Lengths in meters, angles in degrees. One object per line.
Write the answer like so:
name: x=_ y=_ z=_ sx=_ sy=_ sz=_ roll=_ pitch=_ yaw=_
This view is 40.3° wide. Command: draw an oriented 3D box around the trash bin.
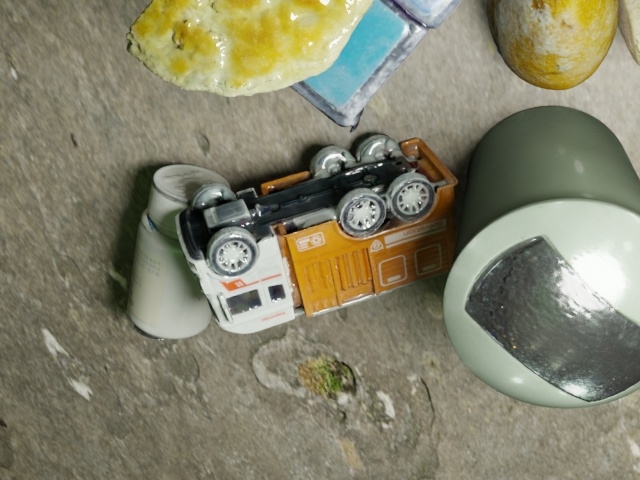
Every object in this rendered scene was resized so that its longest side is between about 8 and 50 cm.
trash bin: x=0.306 y=0.011 z=1.129 sx=0.280 sy=0.432 sz=0.281 roll=5 pitch=119 yaw=9

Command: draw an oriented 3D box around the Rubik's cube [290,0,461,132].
Rubik's cube: x=0.027 y=-0.380 z=1.040 sx=0.318 sy=0.316 sz=0.313 roll=37 pitch=118 yaw=-11

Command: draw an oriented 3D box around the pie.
pie: x=-0.091 y=-0.307 z=0.880 sx=0.337 sy=0.075 sz=0.338 roll=5 pitch=118 yaw=9

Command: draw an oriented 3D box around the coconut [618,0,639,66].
coconut: x=0.477 y=-0.311 z=1.057 sx=0.233 sy=0.224 sz=0.224 roll=-12 pitch=115 yaw=13

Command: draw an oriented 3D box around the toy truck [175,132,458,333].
toy truck: x=0.000 y=0.000 z=1.266 sx=0.387 sy=0.173 sz=0.207 roll=-17 pitch=123 yaw=-7

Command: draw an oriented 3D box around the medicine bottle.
medicine bottle: x=-0.225 y=0.019 z=1.392 sx=0.143 sy=0.143 sz=0.258 roll=16 pitch=120 yaw=1

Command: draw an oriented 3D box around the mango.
mango: x=0.286 y=-0.304 z=1.064 sx=0.146 sy=0.193 sz=0.316 roll=-22 pitch=156 yaw=-1
